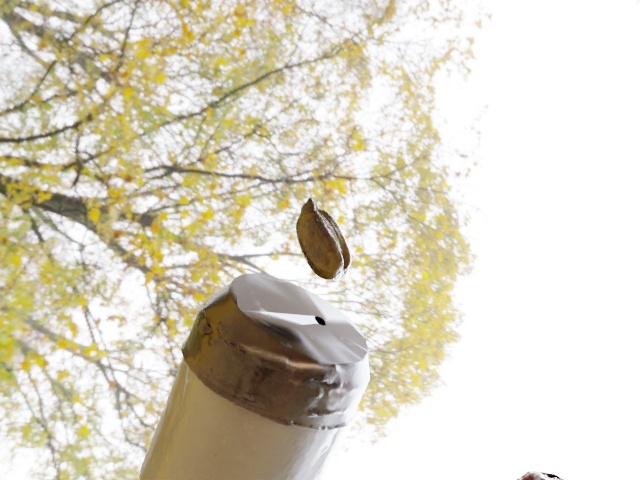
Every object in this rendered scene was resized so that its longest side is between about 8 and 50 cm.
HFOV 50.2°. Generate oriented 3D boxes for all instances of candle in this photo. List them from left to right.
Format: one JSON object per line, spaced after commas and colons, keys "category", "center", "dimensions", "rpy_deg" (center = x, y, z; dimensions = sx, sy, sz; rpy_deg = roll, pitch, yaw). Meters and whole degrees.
{"category": "candle", "center": [-0.090, 0.230, 0.818], "dimensions": [0.221, 0.221, 0.342], "rpy_deg": [32, -75, 33]}

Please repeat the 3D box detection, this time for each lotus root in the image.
{"category": "lotus root", "center": [0.000, 0.000, 0.777], "dimensions": [0.049, 0.054, 0.099], "rpy_deg": [-29, -99, 33]}

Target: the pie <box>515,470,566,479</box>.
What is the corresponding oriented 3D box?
{"category": "pie", "center": [0.162, 0.223, 0.431], "dimensions": [0.036, 0.154, 0.154], "rpy_deg": [-12, -116, -12]}
